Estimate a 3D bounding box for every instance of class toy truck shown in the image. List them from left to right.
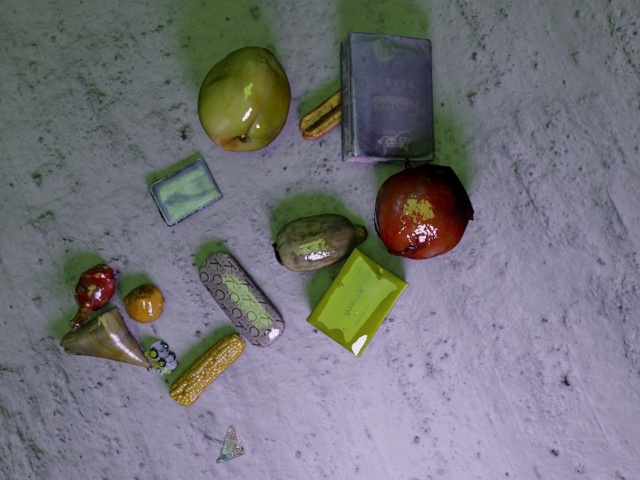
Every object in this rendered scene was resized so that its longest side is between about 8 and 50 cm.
[{"bbox_3d":[-0.536,0.400,1.873,0.077,0.076,0.111,-40,85,20],"label":"toy truck"}]

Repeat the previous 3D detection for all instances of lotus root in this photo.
[{"bbox_3d":[0.000,0.000,1.796,0.309,0.173,0.173,-16,85,-2],"label":"lotus root"}]

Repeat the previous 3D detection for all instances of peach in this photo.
[{"bbox_3d":[-0.232,-0.442,1.775,0.314,0.281,0.316,-26,51,39],"label":"peach"}]

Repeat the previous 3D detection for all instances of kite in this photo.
[{"bbox_3d":[-0.317,0.677,1.863,0.156,0.011,0.139,19,86,6],"label":"kite"}]

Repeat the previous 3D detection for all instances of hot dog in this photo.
[{"bbox_3d":[0.039,-0.420,1.849,0.249,0.068,0.100,-36,68,0],"label":"hot dog"}]

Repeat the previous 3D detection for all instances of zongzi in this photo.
[{"bbox_3d":[-0.718,0.373,1.893,0.228,0.115,0.256,-27,108,17],"label":"zongzi"}]

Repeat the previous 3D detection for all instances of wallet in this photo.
[{"bbox_3d":[-0.462,-0.164,1.910,0.222,0.036,0.167,-29,84,2],"label":"wallet"}]

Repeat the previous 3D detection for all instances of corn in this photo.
[{"bbox_3d":[-0.371,0.416,1.839,0.102,0.102,0.313,44,90,7],"label":"corn"}]

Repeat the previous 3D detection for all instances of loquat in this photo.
[{"bbox_3d":[-0.589,0.211,1.872,0.137,0.113,0.137,6,111,17],"label":"loquat"}]

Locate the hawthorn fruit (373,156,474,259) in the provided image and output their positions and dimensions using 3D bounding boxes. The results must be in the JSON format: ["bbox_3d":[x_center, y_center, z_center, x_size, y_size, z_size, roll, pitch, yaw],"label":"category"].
[{"bbox_3d":[0.316,-0.086,1.697,0.315,0.316,0.316,0,87,6],"label":"hawthorn fruit"}]

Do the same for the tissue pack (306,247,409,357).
[{"bbox_3d":[0.118,0.191,1.758,0.200,0.167,0.275,34,91,7],"label":"tissue pack"}]

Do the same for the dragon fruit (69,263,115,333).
[{"bbox_3d":[-0.763,0.191,1.855,0.125,0.125,0.246,8,54,4],"label":"dragon fruit"}]

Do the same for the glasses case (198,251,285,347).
[{"bbox_3d":[-0.260,0.193,1.842,0.137,0.085,0.355,-40,83,4],"label":"glasses case"}]

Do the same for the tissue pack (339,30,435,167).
[{"bbox_3d":[0.210,-0.439,1.768,0.288,0.124,0.394,1,87,-16],"label":"tissue pack"}]
